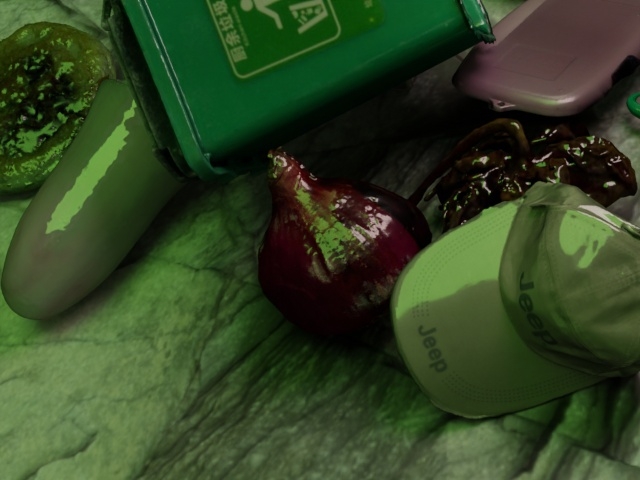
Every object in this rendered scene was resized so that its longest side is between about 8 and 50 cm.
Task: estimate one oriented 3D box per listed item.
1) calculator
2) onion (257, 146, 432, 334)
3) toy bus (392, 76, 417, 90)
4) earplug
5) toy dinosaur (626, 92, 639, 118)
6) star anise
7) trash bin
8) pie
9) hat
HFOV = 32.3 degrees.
[{"bbox_3d":[0.283,-0.228,1.294,0.194,0.043,0.294,21,47,33],"label":"calculator"},{"bbox_3d":[0.000,0.000,1.177,0.195,0.218,0.140,-2,42,52],"label":"onion"},{"bbox_3d":[0.002,-0.257,1.450,0.268,0.106,0.092,7,59,24],"label":"toy bus"},{"bbox_3d":[-0.291,-0.034,1.381,0.172,0.172,0.301,25,74,35],"label":"earplug"},{"bbox_3d":[0.401,-0.132,1.229,0.132,0.059,0.096,26,59,26],"label":"toy dinosaur"},{"bbox_3d":[0.218,-0.068,1.191,0.220,0.126,0.190,-26,34,-15],"label":"star anise"},{"bbox_3d":[-0.013,-0.237,1.252,0.381,0.295,0.259,-20,91,17],"label":"trash bin"},{"bbox_3d":[-0.437,-0.188,1.606,0.323,0.070,0.323,-11,53,14],"label":"pie"},{"bbox_3d":[0.199,0.072,1.052,0.244,0.149,0.214,-29,90,-4],"label":"hat"}]
